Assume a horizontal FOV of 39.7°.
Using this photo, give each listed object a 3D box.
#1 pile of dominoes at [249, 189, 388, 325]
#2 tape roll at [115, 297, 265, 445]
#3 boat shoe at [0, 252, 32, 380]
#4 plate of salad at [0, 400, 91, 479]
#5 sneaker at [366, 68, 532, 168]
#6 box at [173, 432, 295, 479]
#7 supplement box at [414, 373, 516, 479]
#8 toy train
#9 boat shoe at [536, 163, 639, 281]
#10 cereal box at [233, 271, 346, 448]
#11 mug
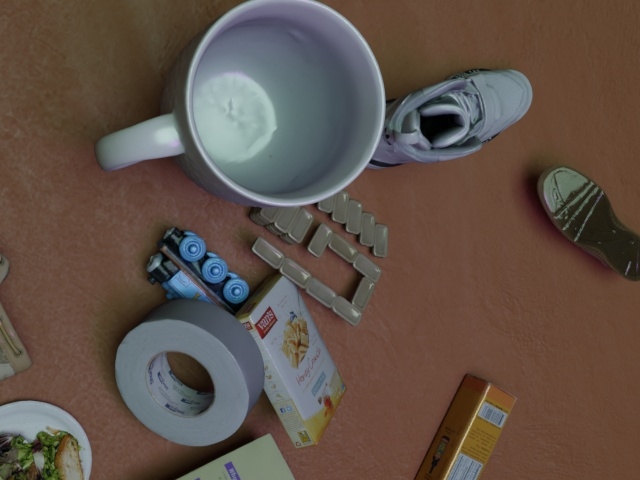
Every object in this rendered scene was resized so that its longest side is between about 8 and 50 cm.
[{"bbox_3d":[0.000,0.000,1.495,0.251,0.040,0.196,38,64,-22],"label":"pile of dominoes"},{"bbox_3d":[-0.198,0.201,1.342,0.219,0.072,0.219,7,115,15],"label":"tape roll"},{"bbox_3d":[-0.505,0.043,1.265,0.110,0.122,0.341,-19,110,-24],"label":"boat shoe"},{"bbox_3d":[-0.446,0.343,1.335,0.200,0.048,0.199,-2,94,-21],"label":"plate of salad"},{"bbox_3d":[0.239,-0.208,1.484,0.366,0.210,0.137,-19,100,-19],"label":"sneaker"},{"bbox_3d":[-0.137,0.458,1.371,0.243,0.117,0.213,-24,63,-18],"label":"box"},{"bbox_3d":[0.259,0.365,1.596,0.080,0.078,0.233,33,82,-23],"label":"supplement box"},{"bbox_3d":[-0.194,0.065,1.403,0.105,0.080,0.184,-46,108,-7],"label":"toy train"},{"bbox_3d":[0.501,-0.036,1.660,0.302,0.098,0.109,37,93,-21],"label":"boat shoe"},{"bbox_3d":[-0.046,0.187,1.424,0.047,0.173,0.240,-18,106,26],"label":"cereal box"},{"bbox_3d":[-0.140,-0.172,1.275,0.374,0.328,0.276,-19,99,-19],"label":"mug"}]
